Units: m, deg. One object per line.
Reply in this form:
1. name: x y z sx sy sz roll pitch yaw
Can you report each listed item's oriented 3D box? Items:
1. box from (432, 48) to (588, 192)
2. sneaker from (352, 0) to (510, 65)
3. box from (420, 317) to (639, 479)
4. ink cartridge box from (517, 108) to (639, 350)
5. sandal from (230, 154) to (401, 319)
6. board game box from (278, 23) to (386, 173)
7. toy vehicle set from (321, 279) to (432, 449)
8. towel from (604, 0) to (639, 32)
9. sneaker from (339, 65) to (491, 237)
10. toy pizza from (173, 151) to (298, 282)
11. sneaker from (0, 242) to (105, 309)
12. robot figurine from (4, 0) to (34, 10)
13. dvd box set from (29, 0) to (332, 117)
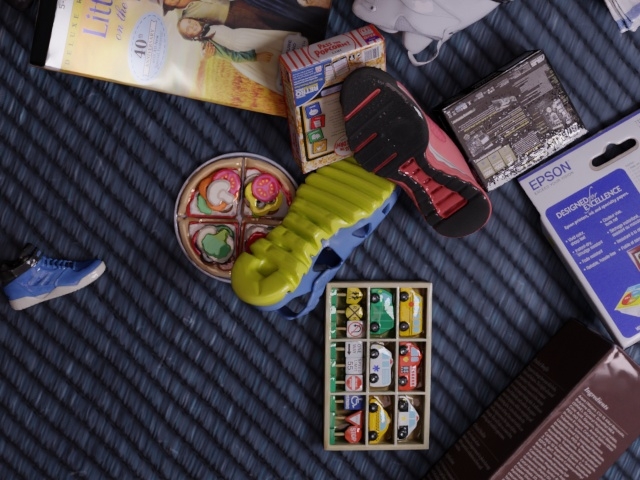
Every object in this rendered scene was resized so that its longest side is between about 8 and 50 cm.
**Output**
1. box: 0.286 -0.182 1.730 0.180 0.077 0.147 -32 100 -1
2. sneaker: 0.106 -0.431 1.639 0.210 0.137 0.366 -42 81 18
3. box: 0.331 0.314 1.748 0.143 0.191 0.381 41 92 -11
4. ink cartridge box: 0.510 -0.034 1.764 0.304 0.072 0.307 -29 74 -1
5. sandal: 0.000 0.000 1.703 0.317 0.138 0.126 -43 56 -16
6. board game box: 0.024 -0.201 1.650 0.147 0.045 0.193 -20 137 -13
7. toy vehicle set: 0.087 0.193 1.779 0.166 0.035 0.266 -1 98 -6
8. towel: 0.460 -0.477 1.705 0.209 0.034 0.285 -35 100 -20
9. sneaker: 0.126 -0.137 1.669 0.116 0.136 0.314 -34 120 15
10. toy pizza: -0.120 -0.032 1.727 0.201 0.032 0.201 -1 98 -7
11. sneaker: -0.402 0.039 1.691 0.152 0.058 0.084 -20 108 3
12. robot figurine: -0.369 -0.431 1.578 0.278 0.209 0.173 38 119 -11
13. dvd box set: -0.168 -0.347 1.566 0.420 0.062 0.307 8 97 -37
